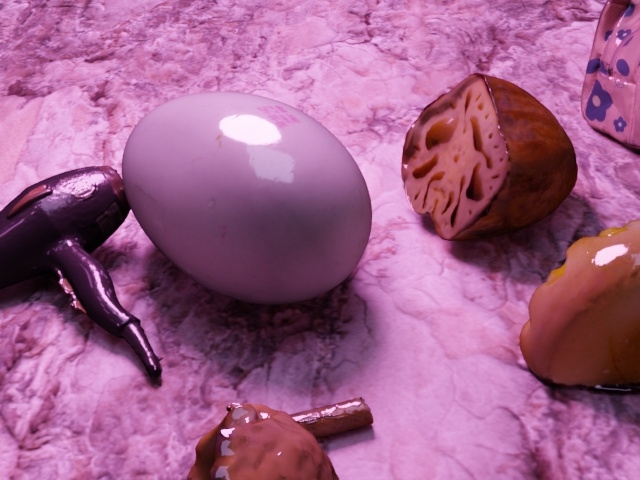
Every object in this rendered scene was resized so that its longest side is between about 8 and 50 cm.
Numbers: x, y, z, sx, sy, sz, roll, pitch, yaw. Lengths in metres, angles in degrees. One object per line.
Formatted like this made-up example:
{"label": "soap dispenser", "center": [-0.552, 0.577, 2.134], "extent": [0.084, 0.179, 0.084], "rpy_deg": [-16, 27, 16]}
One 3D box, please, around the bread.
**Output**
{"label": "bread", "center": [0.333, 0.045, 1.035], "extent": [0.260, 0.156, 0.158], "rpy_deg": [-4, 35, 2]}

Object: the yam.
{"label": "yam", "center": [-0.021, 0.182, 1.000], "extent": [0.145, 0.032, 0.032], "rpy_deg": [-12, 34, -7]}

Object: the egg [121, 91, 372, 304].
{"label": "egg", "center": [-0.097, -0.057, 1.193], "extent": [0.230, 0.230, 0.371], "rpy_deg": [-30, 39, -32]}

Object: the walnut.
{"label": "walnut", "center": [-0.046, 0.227, 0.796], "extent": [0.141, 0.204, 0.238], "rpy_deg": [17, 40, -4]}

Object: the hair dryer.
{"label": "hair dryer", "center": [-0.302, 0.067, 1.181], "extent": [0.303, 0.120, 0.359], "rpy_deg": [-32, 49, -21]}

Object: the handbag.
{"label": "handbag", "center": [0.505, -0.253, 1.427], "extent": [0.251, 0.193, 0.190], "rpy_deg": [-16, 30, -16]}

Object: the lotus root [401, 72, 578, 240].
{"label": "lotus root", "center": [0.221, -0.087, 1.283], "extent": [0.179, 0.199, 0.188], "rpy_deg": [9, 63, -34]}
